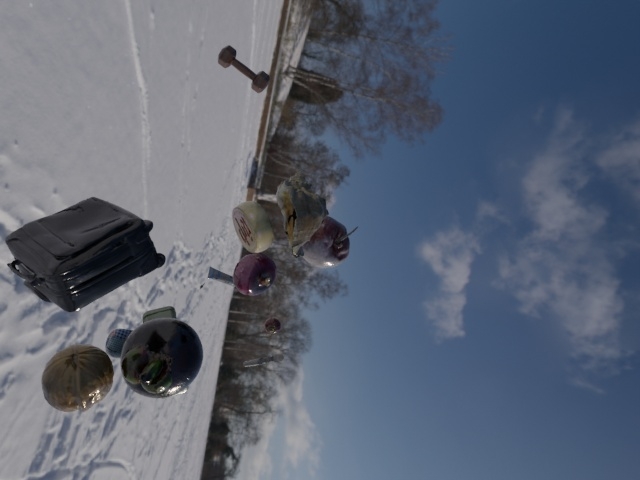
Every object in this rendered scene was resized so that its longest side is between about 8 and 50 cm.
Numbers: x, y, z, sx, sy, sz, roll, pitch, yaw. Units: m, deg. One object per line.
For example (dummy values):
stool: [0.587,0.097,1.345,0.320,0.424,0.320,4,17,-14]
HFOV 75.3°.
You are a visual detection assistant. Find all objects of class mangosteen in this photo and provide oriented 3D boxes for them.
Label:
mangosteen: [-0.612,0.444,1.585,0.359,0.306,0.306,103,-7,-73]

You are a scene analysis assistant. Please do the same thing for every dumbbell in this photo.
dumbbell: [-0.328,-0.735,1.785,0.092,0.231,0.082,-52,-168,14]

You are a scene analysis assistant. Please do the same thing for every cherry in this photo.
cherry: [0.009,0.009,2.376,0.291,0.326,0.335,-55,-170,-21]

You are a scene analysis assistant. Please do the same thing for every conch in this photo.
conch: [-0.065,-0.108,1.546,0.263,0.186,0.324,50,24,-81]

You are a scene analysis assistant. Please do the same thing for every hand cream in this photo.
hand cream: [-0.454,0.179,1.967,0.043,0.170,0.065,-34,-138,40]

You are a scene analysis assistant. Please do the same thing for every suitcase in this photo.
suitcase: [-0.688,0.031,1.206,0.339,0.345,0.188,-38,137,-39]

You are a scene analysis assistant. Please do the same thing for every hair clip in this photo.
hair clip: [-0.274,0.590,2.040,0.072,0.226,0.034,-19,-106,39]

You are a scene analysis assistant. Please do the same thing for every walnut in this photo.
walnut: [-0.847,0.486,1.458,0.225,0.225,0.261,-99,-163,-55]

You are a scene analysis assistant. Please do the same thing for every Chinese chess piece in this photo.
Chinese chess piece: [-0.348,-0.070,2.137,0.270,0.112,0.270,38,-40,40]

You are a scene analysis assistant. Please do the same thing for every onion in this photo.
onion: [-0.251,0.133,1.604,0.177,0.153,0.177,-41,169,-10]

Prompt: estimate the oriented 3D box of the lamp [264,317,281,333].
lamp: [-0.286,0.508,2.474,0.090,0.101,0.101,-86,-171,-68]

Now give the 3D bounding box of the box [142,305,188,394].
box: [-0.832,0.603,2.238,0.344,0.177,0.352,52,-38,44]

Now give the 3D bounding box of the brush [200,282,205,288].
brush: [-0.613,0.233,2.152,0.016,0.013,0.083,-40,-169,3]

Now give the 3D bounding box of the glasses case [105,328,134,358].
glasses case: [-0.796,0.473,1.857,0.076,0.327,0.125,-8,-112,36]
